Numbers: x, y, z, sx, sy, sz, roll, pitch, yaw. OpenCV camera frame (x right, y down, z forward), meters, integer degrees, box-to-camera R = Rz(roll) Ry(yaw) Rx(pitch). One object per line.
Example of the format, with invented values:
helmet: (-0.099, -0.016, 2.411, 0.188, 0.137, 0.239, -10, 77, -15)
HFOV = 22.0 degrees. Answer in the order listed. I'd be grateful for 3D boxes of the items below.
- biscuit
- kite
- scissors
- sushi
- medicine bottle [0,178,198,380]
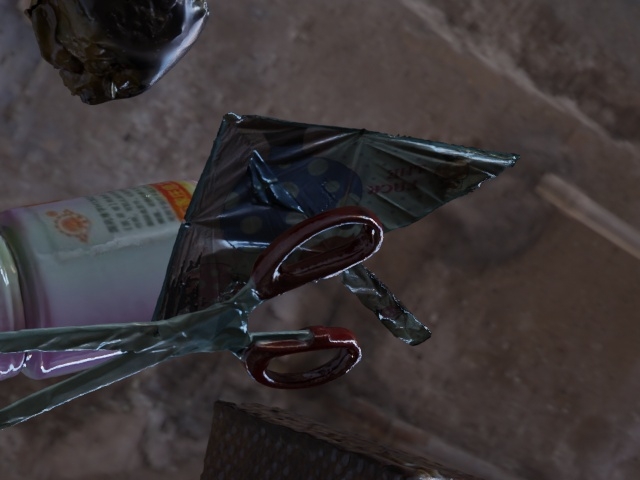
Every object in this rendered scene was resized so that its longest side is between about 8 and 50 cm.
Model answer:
biscuit: (0.004, 0.175, 1.054, 0.252, 0.070, 0.106, 12, -88, 56)
kite: (0.000, 0.000, 1.289, 0.335, 0.314, 0.011, -27, -136, 13)
scissors: (-0.083, 0.056, 0.930, 0.144, 0.248, 0.017, 99, -30, -44)
sushi: (-0.243, -0.278, 1.876, 0.204, 0.213, 0.200, -31, -138, 2)
medicine bottle: (-0.314, 0.057, 2.060, 0.219, 0.388, 0.219, 36, -48, 53)
